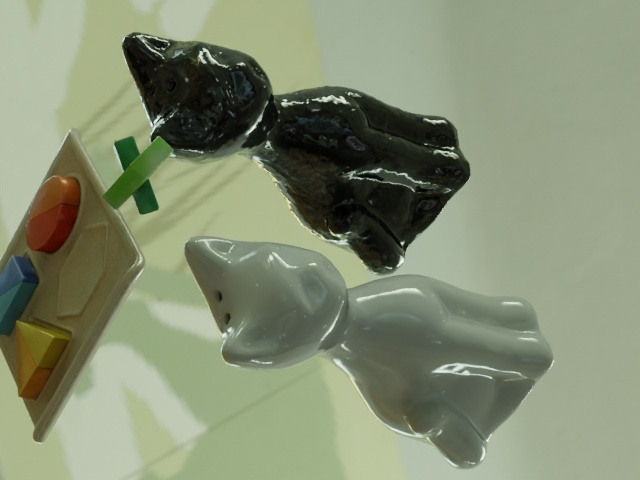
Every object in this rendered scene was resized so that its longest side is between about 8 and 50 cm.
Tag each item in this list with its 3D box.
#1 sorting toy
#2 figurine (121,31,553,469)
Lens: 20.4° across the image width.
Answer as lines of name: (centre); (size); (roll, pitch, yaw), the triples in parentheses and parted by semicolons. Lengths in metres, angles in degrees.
sorting toy: (-0.061, 0.000, 0.432); (0.083, 0.012, 0.062); (-58, -142, 25)
figurine: (0.000, 0.000, 0.900); (0.092, 0.209, 0.215); (-41, -130, 27)
